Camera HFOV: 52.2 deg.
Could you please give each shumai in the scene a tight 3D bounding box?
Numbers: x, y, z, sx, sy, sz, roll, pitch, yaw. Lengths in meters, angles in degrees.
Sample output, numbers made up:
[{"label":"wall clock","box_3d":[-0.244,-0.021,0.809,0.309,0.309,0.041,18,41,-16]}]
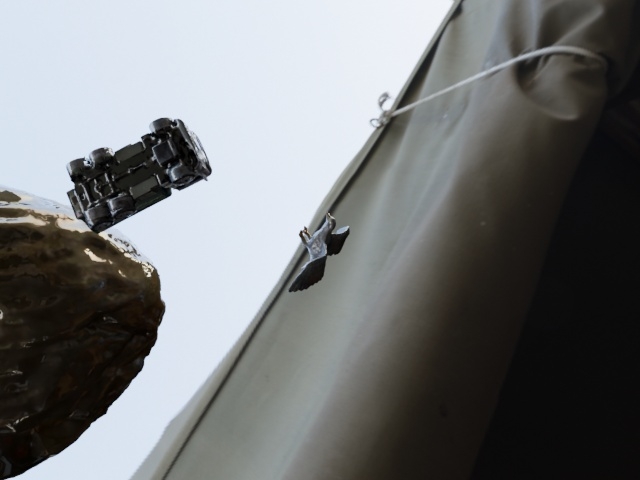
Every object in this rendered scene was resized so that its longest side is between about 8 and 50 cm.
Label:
[{"label":"shumai","box_3d":[-0.290,0.038,0.532,0.346,0.283,0.216,-12,-70,0]}]

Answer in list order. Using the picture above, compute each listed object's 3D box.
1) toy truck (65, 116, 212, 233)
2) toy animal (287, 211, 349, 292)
[{"label":"toy truck","box_3d":[-0.102,-0.035,0.366,0.083,0.044,0.039,-26,-98,8]},{"label":"toy animal","box_3d":[-0.001,0.000,0.479,0.084,0.028,0.050,-52,-35,-48]}]
